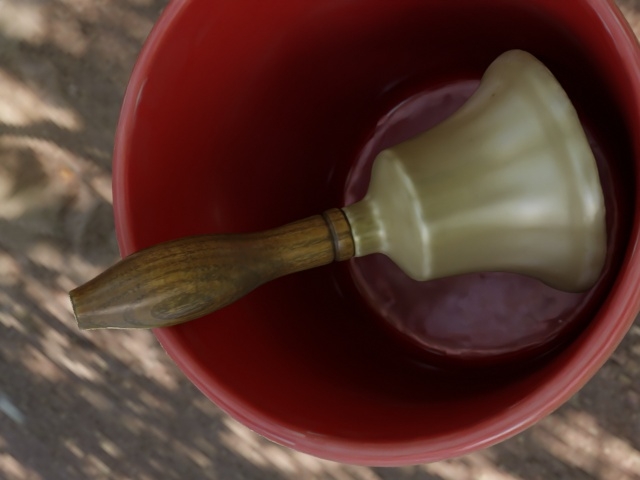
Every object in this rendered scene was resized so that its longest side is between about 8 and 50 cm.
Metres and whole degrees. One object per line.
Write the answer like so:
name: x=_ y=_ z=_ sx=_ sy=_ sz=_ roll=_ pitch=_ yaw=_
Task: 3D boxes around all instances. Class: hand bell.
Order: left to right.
hand bell: x=0.000 y=0.000 z=0.659 sx=0.126 sy=0.242 sz=0.126 roll=163 pitch=90 yaw=-77

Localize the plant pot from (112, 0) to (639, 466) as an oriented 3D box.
plant pot: x=0.062 y=-0.024 z=0.743 sx=0.275 sy=0.275 sz=0.243 roll=31 pitch=-174 yaw=19
